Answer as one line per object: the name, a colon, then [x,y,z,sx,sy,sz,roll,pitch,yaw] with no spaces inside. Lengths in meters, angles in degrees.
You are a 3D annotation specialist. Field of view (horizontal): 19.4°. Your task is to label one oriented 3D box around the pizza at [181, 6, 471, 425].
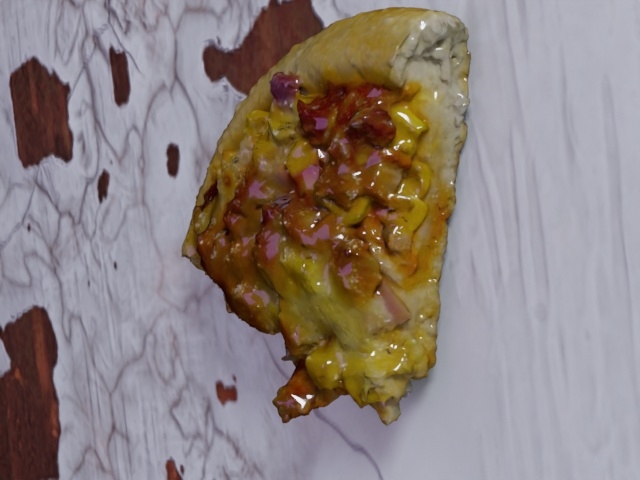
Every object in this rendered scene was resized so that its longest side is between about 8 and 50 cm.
pizza: [0.000,0.000,1.080,0.289,0.081,0.228,-38,64,47]
